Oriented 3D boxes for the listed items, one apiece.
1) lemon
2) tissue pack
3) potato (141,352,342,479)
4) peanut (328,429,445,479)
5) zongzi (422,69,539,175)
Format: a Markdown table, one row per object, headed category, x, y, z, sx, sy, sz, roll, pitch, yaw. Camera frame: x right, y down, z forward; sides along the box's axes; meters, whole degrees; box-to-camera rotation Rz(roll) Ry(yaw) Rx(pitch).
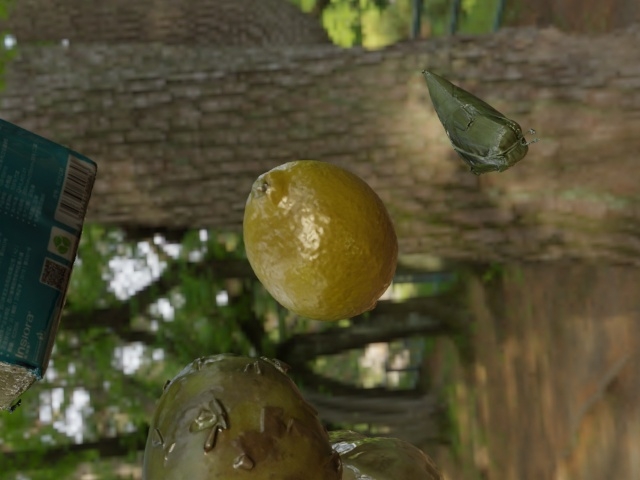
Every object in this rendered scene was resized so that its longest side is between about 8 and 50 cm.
| category | x | y | z | sx | sy | sz | roll | pitch | yaw |
| --- | --- | --- | --- | --- | --- | --- | --- | --- | --- |
| lemon | 0.000 | 0.000 | 1.659 | 0.244 | 0.187 | 0.187 | 50 | -161 | -27 |
| tissue pack | -0.362 | 0.017 | 1.402 | 0.134 | 0.192 | 0.271 | -34 | 39 | 49 |
| potato | -0.061 | 0.241 | 1.154 | 0.141 | 0.176 | 0.298 | 114 | 143 | -70 |
| peanut | 0.050 | 0.304 | 1.564 | 0.387 | 0.192 | 0.169 | 175 | 95 | -78 |
| zongzi | 0.158 | -0.129 | 1.376 | 0.130 | 0.062 | 0.154 | 55 | 175 | -5 |
